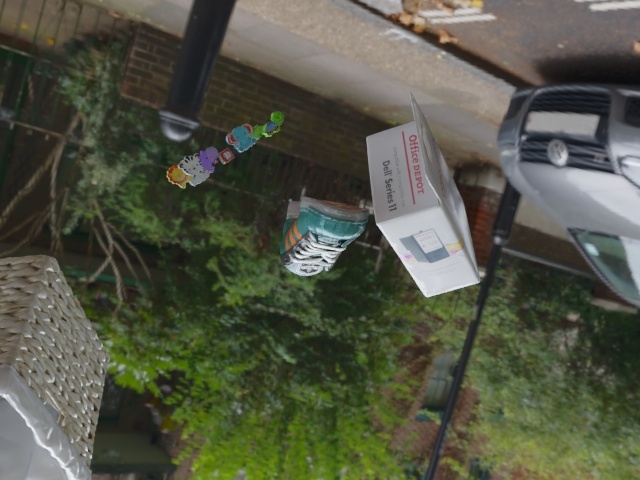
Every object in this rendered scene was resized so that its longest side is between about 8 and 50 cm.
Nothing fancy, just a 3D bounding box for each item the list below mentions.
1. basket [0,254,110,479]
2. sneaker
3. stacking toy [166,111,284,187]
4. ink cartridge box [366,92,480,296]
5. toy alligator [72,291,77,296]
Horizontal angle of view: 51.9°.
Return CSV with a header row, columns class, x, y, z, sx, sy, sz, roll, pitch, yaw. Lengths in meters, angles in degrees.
class,x,y,z,sx,sy,sz,roll,pitch,yaw
basket,-0.557,0.227,1.058,0.332,0.328,0.266,-6,-135,2
sneaker,0.000,0.000,1.038,0.108,0.121,0.302,11,178,-10
stacking toy,-0.178,-0.172,1.218,0.052,0.221,0.167,58,165,-13
ink cartridge box,0.179,-0.072,1.197,0.119,0.207,0.353,-16,143,18
toy alligator,-0.618,0.157,1.502,0.190,0.051,0.056,-14,-171,28
